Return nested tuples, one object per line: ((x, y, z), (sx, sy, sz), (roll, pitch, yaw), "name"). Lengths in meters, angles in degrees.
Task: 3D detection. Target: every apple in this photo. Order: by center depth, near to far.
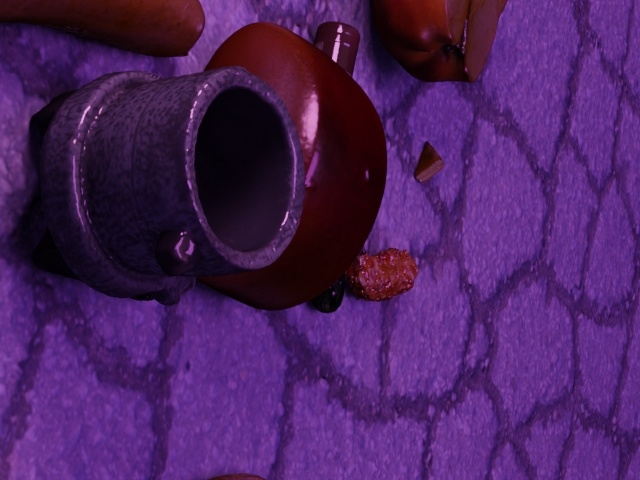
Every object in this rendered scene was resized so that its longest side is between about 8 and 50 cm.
((0.222, -0.453, 2.141), (0.328, 0.295, 0.365), (22, 73, -22), "apple")

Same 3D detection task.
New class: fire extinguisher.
((0.011, -0.221, 2.021), (0.099, 0.071, 0.231), (67, 32, -73), "fire extinguisher")

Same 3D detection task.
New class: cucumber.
((-0.001, 0.000, 1.989), (0.074, 0.074, 0.242), (-30, 114, -51), "cucumber")

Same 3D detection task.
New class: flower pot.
((-0.193, -0.056, 1.542), (0.299, 0.282, 0.299), (6, 83, -58), "flower pot")

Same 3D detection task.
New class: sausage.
((-0.299, -0.302, 1.522), (0.500, 0.123, 0.136), (-1, 112, -56), "sausage")

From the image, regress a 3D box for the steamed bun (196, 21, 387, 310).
((-0.049, -0.100, 1.770), (0.235, 0.248, 0.379), (34, 63, -49), "steamed bun")

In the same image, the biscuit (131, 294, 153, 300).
((-0.234, 0.036, 1.692), (0.087, 0.027, 0.089), (-13, 99, -54), "biscuit")

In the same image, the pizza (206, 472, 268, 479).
((-0.113, 0.408, 1.808), (0.305, 0.085, 0.161), (20, 51, -55), "pizza")

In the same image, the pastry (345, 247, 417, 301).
((0.095, 0.060, 2.138), (0.169, 0.063, 0.087), (-3, 83, -50), "pastry")

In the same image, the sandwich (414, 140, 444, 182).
((0.201, -0.141, 2.304), (0.031, 0.044, 0.083), (49, 53, -48), "sandwich")
